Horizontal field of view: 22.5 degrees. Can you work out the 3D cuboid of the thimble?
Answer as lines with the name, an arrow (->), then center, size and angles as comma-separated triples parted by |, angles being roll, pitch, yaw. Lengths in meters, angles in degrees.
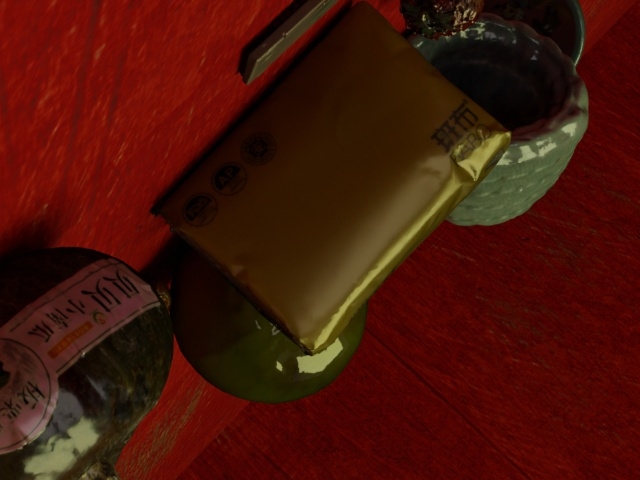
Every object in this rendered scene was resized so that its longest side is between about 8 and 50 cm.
thimble -> 0.166, -0.137, 1.793 | 0.172, 0.250, 0.205 | 111, -15, -58

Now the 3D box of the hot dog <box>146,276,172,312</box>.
hot dog -> -0.183, 0.093, 1.587 | 0.072, 0.055, 0.188 | -42, 172, -29

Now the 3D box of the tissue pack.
tissue pack -> 0.013, -0.052, 1.430 | 0.271, 0.192, 0.134 | -48, 175, -8

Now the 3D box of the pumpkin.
pumpkin -> -0.205, 0.136, 1.131 | 0.260, 0.189, 0.260 | -46, 174, -6

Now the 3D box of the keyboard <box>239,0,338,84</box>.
keyboard -> -0.004, -0.189, 1.280 | 0.166, 0.017, 0.055 | -45, 177, -20

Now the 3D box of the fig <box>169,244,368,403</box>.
fig -> -0.052, 0.065, 1.623 | 0.207, 0.207, 0.230 | -46, 173, -17

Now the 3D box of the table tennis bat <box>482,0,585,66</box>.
table tennis bat -> 0.216, -0.213, 1.904 | 0.040, 0.153, 0.244 | -31, 157, -56

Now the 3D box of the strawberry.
strawberry -> 0.121, -0.237, 1.526 | 0.096, 0.083, 0.083 | -44, 172, -30
